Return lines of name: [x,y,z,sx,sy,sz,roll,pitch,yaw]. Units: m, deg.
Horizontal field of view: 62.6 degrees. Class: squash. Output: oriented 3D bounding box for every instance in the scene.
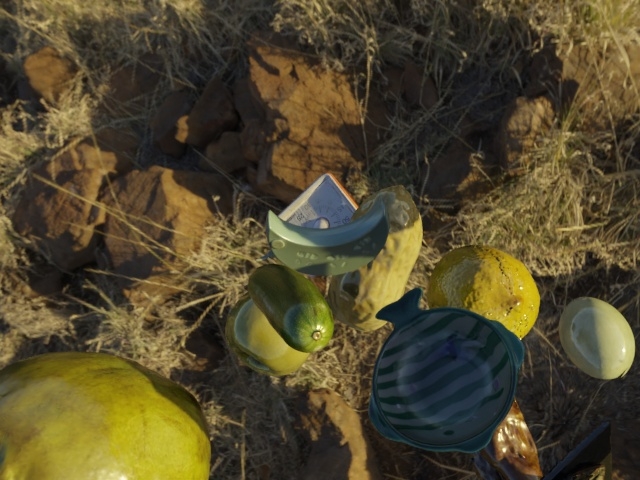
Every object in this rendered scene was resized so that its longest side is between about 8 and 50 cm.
squash: [-0.041,0.066,0.614,0.066,0.066,0.252,-57,22,-2]

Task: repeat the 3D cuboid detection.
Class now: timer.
timer: [0.022,-0.036,1.699,0.257,0.161,0.250,-41,53,13]

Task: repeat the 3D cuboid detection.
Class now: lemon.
lemon: [0.397,0.138,1.318,0.258,0.257,0.310,-54,22,0]

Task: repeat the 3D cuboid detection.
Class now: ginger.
ginger: [0.490,0.540,1.544,0.176,0.254,0.419,-11,64,-16]

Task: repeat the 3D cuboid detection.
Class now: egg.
egg: [0.792,0.277,1.515,0.186,0.186,0.253,-24,49,16]

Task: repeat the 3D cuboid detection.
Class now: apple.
apple: [-0.129,0.237,1.433,0.262,0.262,0.263,-8,69,22]

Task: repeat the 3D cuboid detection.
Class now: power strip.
power strip: [0.000,0.000,0.815,0.215,0.137,0.044,-8,46,2]

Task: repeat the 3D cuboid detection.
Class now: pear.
pear: [-0.343,0.330,0.759,0.351,0.413,0.353,-2,84,22]

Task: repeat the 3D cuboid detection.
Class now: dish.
dish: [0.169,0.185,0.729,0.224,0.078,0.246,-33,45,9]

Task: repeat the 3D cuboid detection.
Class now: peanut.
peanut: [0.103,0.043,0.991,0.152,0.152,0.313,37,122,30]

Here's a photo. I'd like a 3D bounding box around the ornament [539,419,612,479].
ornament: [0.351,0.350,0.585,0.166,0.153,0.196,-32,32,-16]
